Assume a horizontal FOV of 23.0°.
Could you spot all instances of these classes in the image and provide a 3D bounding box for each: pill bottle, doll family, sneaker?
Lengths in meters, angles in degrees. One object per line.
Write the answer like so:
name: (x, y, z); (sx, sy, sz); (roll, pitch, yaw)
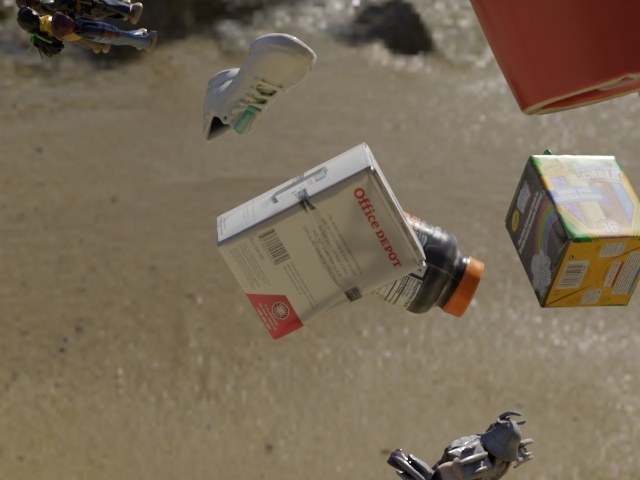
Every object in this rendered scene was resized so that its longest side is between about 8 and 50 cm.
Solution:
pill bottle: (0.107, 0.023, 2.252); (0.246, 0.130, 0.130); (24, 32, -2)
doll family: (-0.253, -0.227, 1.626); (0.111, 0.076, 0.193); (12, -8, -39)
sneaker: (-0.078, -0.172, 1.883); (0.080, 0.212, 0.094); (28, 62, -20)

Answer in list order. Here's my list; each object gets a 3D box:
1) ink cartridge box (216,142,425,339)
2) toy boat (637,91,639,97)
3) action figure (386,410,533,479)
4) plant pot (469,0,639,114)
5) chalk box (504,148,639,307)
ink cartridge box: (0.000, 0.000, 1.969); (0.218, 0.158, 0.092); (-26, 25, 8)
toy boat: (0.562, -0.225, 2.353); (0.151, 0.151, 0.231); (-24, -13, 5)
action figure: (0.129, 0.277, 1.790); (0.185, 0.285, 0.099); (9, 45, -47)
plant pot: (0.273, -0.270, 1.627); (0.275, 0.243, 0.275); (-15, -2, -1)
chalk box: (0.337, -0.029, 2.101); (0.132, 0.132, 0.213); (-1, 45, -16)
